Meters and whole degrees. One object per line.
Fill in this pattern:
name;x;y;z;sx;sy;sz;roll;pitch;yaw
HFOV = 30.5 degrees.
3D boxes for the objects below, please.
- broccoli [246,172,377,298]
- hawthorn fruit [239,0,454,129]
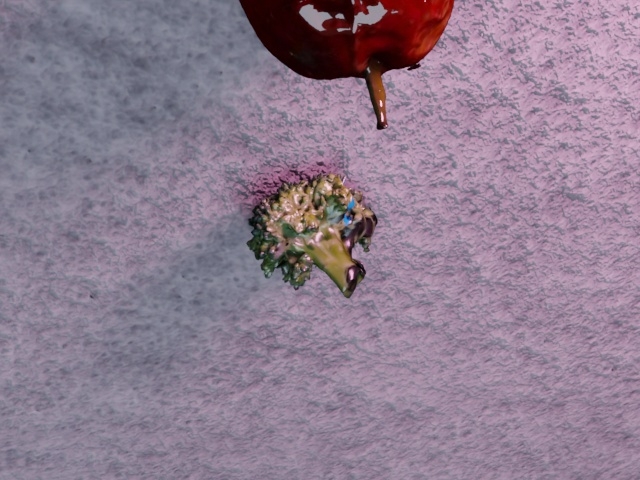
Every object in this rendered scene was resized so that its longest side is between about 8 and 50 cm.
broccoli;0.000;0.000;1.386;0.154;0.160;0.167;-47;149;1
hawthorn fruit;0.033;-0.239;1.137;0.230;0.210;0.266;-17;98;-22
